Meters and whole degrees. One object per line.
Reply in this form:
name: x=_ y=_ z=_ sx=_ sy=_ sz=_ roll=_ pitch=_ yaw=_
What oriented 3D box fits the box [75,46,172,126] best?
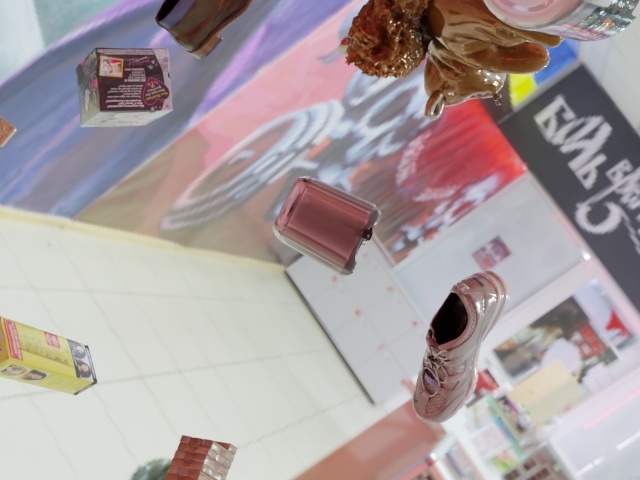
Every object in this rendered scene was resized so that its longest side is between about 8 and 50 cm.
box: x=-0.434 y=-0.332 z=2.025 sx=0.247 sy=0.163 sz=0.142 roll=180 pitch=-94 yaw=-65

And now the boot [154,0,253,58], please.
boot: x=-0.181 y=-0.417 z=1.545 sx=0.106 sy=0.219 sz=0.082 roll=26 pitch=17 yaw=-42

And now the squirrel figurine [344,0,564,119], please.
squirrel figurine: x=0.243 y=-0.410 z=1.769 sx=0.370 sy=0.396 sz=0.281 roll=117 pitch=-24 yaw=-63

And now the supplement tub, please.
supplement tub: x=0.387 y=-0.407 z=1.404 sx=0.316 sy=0.193 sz=0.194 roll=-10 pitch=61 yaw=-52

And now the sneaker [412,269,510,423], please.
sneaker: x=0.200 y=0.173 z=1.495 sx=0.115 sy=0.281 sz=0.105 roll=0 pitch=25 yaw=-42

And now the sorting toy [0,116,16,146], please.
sorting toy: x=-0.750 y=-0.244 z=2.118 sx=0.062 sy=0.083 sz=0.012 roll=39 pitch=-17 yaw=-13

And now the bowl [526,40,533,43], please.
bowl: x=0.520 y=-0.558 z=2.128 sx=0.134 sy=0.298 sz=0.298 roll=37 pitch=-1 yaw=28

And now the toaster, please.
toaster: x=0.011 y=-0.025 z=1.490 sx=0.146 sy=0.129 sz=0.227 roll=26 pitch=1 yaw=2

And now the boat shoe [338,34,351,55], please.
boat shoe: x=0.108 y=-0.455 z=2.177 sx=0.137 sy=0.043 sz=0.049 roll=19 pitch=-23 yaw=26

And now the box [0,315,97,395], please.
box: x=-0.488 y=0.204 z=1.599 sx=0.232 sy=0.058 sz=0.087 roll=36 pitch=27 yaw=-58

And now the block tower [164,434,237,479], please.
block tower: x=-0.286 y=0.567 z=1.903 sx=0.097 sy=0.090 sz=0.336 roll=49 pitch=52 yaw=-45
